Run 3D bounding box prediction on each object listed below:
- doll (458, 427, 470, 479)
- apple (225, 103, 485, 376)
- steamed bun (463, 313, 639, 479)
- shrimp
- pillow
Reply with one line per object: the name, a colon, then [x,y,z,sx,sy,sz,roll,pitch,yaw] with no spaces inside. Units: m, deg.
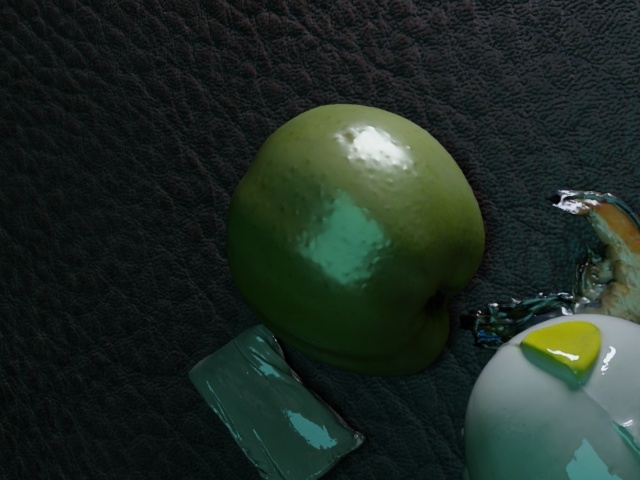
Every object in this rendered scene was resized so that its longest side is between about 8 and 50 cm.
doll: [0.231,0.284,1.339,0.114,0.085,0.152,35,115,42]
apple: [0.046,0.002,1.417,0.360,0.320,0.311,34,61,28]
steamed bun: [0.335,0.262,1.139,0.334,0.334,0.374,-48,68,18]
shrimp: [0.311,0.046,1.321,0.290,0.054,0.222,-14,82,27]
pillow: [-0.073,0.252,1.511,0.173,0.067,0.270,-44,70,14]
